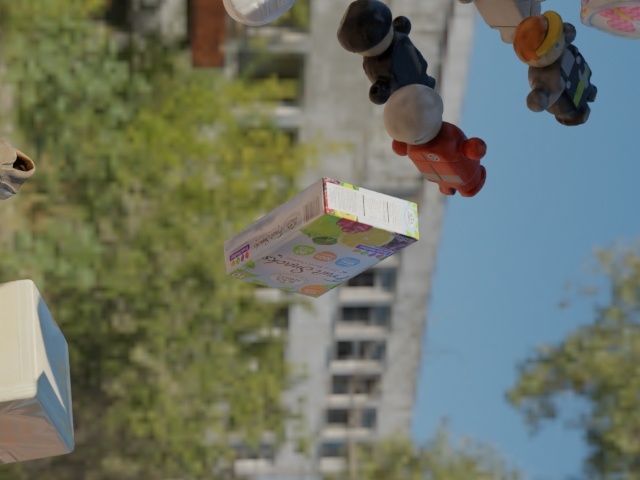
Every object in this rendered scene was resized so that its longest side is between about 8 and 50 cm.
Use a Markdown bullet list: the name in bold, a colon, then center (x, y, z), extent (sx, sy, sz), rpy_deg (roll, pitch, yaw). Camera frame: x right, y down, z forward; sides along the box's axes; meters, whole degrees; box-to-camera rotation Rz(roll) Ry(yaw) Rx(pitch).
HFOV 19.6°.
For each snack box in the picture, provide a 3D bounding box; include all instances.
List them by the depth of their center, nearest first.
- **snack box**: center (0.000, 0.000, 1.546), extent (0.141, 0.100, 0.037), rpy_deg (-31, -127, 44)

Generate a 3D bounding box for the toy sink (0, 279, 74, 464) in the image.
- **toy sink**: center (-0.366, 0.134, 1.757), extent (0.153, 0.234, 0.131), rpy_deg (75, 6, -62)

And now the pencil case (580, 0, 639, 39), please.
- **pencil case**: center (0.317, -0.331, 1.796), extent (0.113, 0.124, 0.273), rpy_deg (46, 48, -73)

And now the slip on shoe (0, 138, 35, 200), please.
- **slip on shoe**: center (-0.286, -0.073, 1.611), extent (0.051, 0.041, 0.135), rpy_deg (62, 3, 22)

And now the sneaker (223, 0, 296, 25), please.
- **sneaker**: center (-0.038, -0.279, 1.661), extent (0.115, 0.090, 0.232), rpy_deg (130, -20, -62)

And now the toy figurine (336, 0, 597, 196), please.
- **toy figurine**: center (0.140, -0.175, 1.793), extent (0.148, 0.209, 0.213), rpy_deg (48, 14, -46)
